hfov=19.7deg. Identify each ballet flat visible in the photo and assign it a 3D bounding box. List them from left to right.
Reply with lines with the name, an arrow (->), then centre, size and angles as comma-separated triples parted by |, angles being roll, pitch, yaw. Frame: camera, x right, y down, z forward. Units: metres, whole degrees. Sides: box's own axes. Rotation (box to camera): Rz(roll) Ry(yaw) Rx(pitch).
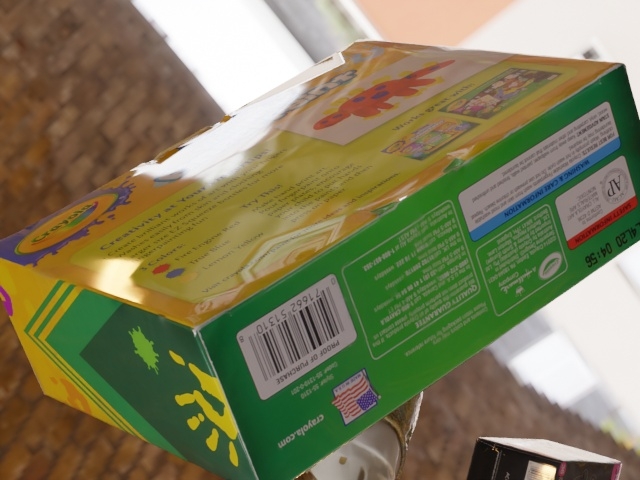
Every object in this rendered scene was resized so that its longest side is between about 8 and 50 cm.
ballet flat -> -0.015, 0.240, 1.605 | 0.123, 0.348, 0.123 | 45, 171, 9

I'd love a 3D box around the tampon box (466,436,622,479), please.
tampon box -> 0.229, 0.275, 1.923 | 0.161, 0.101, 0.120 | 11, -88, -57

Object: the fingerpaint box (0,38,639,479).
fingerpaint box -> 0.000, 0.000, 1.560 | 0.445, 0.371, 0.163 | -32, -65, -27
